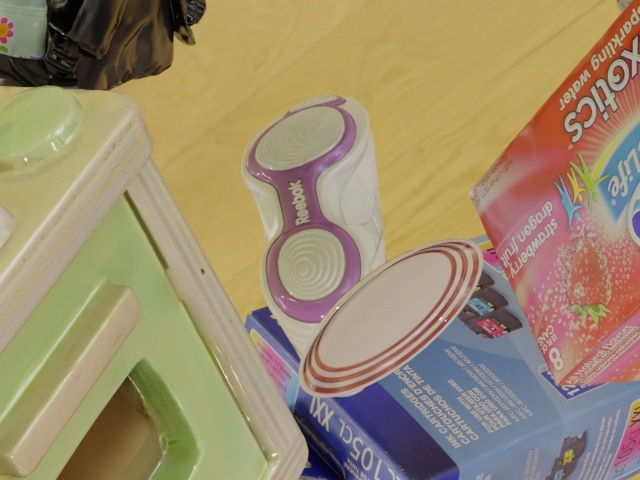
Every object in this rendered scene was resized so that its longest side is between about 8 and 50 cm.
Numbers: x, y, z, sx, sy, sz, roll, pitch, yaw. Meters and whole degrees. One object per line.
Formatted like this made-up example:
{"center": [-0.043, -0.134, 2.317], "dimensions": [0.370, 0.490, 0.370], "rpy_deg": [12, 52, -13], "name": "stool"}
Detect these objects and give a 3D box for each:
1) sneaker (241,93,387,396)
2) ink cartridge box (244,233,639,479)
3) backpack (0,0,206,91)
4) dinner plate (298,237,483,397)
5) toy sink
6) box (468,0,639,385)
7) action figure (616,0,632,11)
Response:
{"center": [0.000, 0.000, 1.454], "dimensions": [0.114, 0.305, 0.152], "rpy_deg": [-9, 134, 10], "name": "sneaker"}
{"center": [0.100, 0.158, 1.606], "dimensions": [0.270, 0.395, 0.151], "rpy_deg": [42, 138, 37], "name": "ink cartridge box"}
{"center": [-0.126, -0.162, 0.791], "dimensions": [0.115, 0.152, 0.182], "rpy_deg": [6, 110, 15], "name": "backpack"}
{"center": [0.042, 0.045, 1.055], "dimensions": [0.017, 0.141, 0.141], "rpy_deg": [53, 121, 27], "name": "dinner plate"}
{"center": [-0.119, 0.040, 0.506], "dimensions": [0.131, 0.153, 0.234], "rpy_deg": [5, 137, 33], "name": "toy sink"}
{"center": [0.202, -0.047, 0.828], "dimensions": [0.257, 0.122, 0.128], "rpy_deg": [-51, 50, 44], "name": "box"}
{"center": [0.285, -0.242, 1.414], "dimensions": [0.137, 0.232, 0.063], "rpy_deg": [-35, 70, -2], "name": "action figure"}
